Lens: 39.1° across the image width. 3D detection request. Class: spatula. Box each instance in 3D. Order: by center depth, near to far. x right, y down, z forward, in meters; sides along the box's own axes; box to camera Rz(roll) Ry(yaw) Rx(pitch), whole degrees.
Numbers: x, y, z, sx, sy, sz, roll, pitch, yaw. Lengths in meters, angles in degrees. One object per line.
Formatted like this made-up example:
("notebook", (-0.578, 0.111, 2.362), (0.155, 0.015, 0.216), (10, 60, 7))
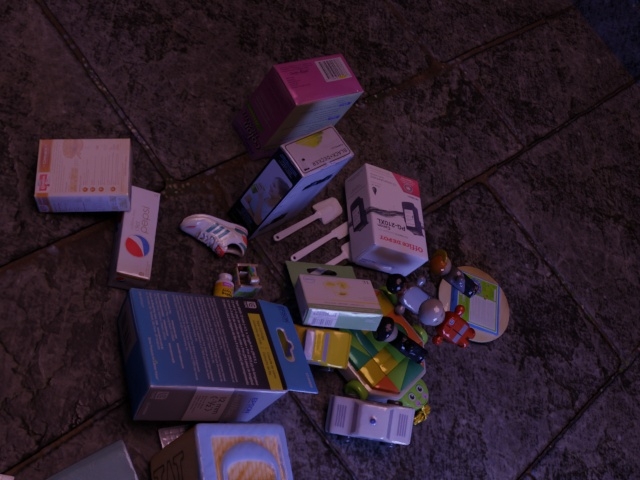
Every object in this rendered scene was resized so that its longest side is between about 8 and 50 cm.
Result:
("spatula", (0.000, 0.000, 2.157), (0.242, 0.019, 0.168), (-30, 86, -39))

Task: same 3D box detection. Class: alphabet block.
("alphabet block", (-0.177, 0.452, 1.632), (0.193, 0.197, 0.193), (10, 57, -34))

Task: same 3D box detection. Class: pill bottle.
("pill bottle", (-0.209, 0.113, 1.936), (0.043, 0.043, 0.083), (18, 54, -22))

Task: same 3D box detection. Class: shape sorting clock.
("shape sorting clock", (0.387, 0.161, 2.280), (0.206, 0.040, 0.206), (13, 60, -24))

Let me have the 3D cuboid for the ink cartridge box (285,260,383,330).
("ink cartridge box", (0.026, 0.102, 1.989), (0.171, 0.056, 0.235), (6, 35, -18))

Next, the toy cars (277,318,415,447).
("toy cars", (0.040, 0.300, 1.902), (0.176, 0.087, 0.393), (-40, 86, -7))

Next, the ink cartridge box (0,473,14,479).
("ink cartridge box", (-0.583, 0.422, 1.521), (0.115, 0.029, 0.062), (18, 55, -23))

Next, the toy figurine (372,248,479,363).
("toy figurine", (0.230, 0.146, 1.988), (0.148, 0.213, 0.209), (36, 49, -27))

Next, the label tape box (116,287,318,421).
("label tape box", (-0.207, 0.230, 1.778), (0.348, 0.115, 0.249), (9, 39, -30))

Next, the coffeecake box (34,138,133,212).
("coffeecake box", (-0.485, -0.135, 1.858), (0.186, 0.068, 0.142), (-1, 61, -6))

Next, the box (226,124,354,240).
("box", (-0.070, -0.126, 2.007), (0.169, 0.290, 0.087), (-28, 79, -39))

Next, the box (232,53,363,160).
("box", (-0.057, -0.320, 2.166), (0.214, 0.243, 0.117), (-19, 73, -38))

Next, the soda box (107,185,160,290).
("soda box", (-0.389, -0.004, 1.880), (0.074, 0.069, 0.216), (16, 56, -23))

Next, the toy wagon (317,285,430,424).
("toy wagon", (0.143, 0.262, 2.048), (0.344, 0.068, 0.267), (50, 49, 5))

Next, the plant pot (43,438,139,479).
("plant pot", (-0.401, 0.502, 1.457), (0.252, 0.248, 0.247), (-19, 73, -22))

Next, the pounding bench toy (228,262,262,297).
("pounding bench toy", (-0.159, 0.077, 1.963), (0.052, 0.083, 0.065), (4, 61, -30))

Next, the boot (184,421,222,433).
("boot", (-0.243, 0.346, 1.769), (0.121, 0.045, 0.099), (35, 44, -18))

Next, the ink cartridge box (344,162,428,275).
("ink cartridge box", (0.161, -0.049, 2.221), (0.172, 0.100, 0.237), (16, 55, -31))

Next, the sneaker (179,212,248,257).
("sneaker", (-0.233, -0.006, 1.985), (0.161, 0.057, 0.075), (16, 49, -27))

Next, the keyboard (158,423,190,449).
("keyboard", (-0.247, 0.476, 1.709), (0.072, 0.014, 0.256), (-4, 65, -34))
